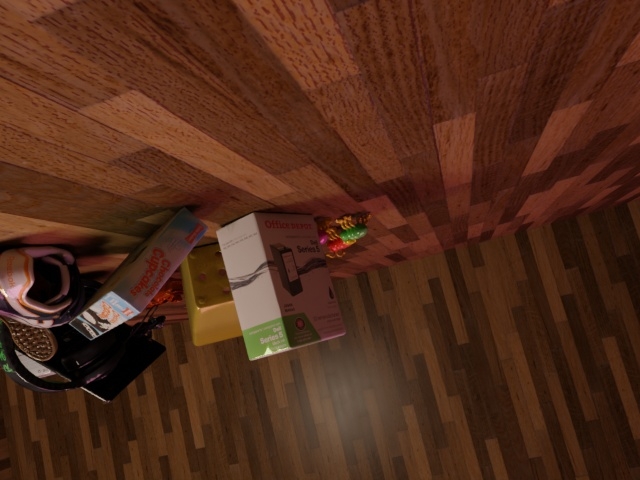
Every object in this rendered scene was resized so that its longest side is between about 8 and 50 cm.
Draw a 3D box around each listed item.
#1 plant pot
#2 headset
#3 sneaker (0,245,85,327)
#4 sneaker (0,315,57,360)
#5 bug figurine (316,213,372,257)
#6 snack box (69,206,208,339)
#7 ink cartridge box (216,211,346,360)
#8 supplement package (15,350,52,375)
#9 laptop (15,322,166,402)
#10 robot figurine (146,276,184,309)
[{"bbox_3d":[-0.224,0.107,1.296,0.212,0.212,0.187,-12,159,-10],"label":"plant pot"},{"bbox_3d":[-0.542,0.212,1.265,0.185,0.243,0.394,-21,168,38],"label":"headset"},{"bbox_3d":[-0.482,0.087,0.979,0.128,0.126,0.321,-10,170,3],"label":"sneaker"},{"bbox_3d":[-0.582,0.146,1.073,0.064,0.192,0.086,-41,-169,1],"label":"sneaker"},{"bbox_3d":[0.000,0.000,1.346,0.279,0.072,0.216,-7,169,-34],"label":"bug figurine"},{"bbox_3d":[-0.331,0.068,0.973,0.322,0.060,0.187,-26,-153,52],"label":"snack box"},{"bbox_3d":[-0.078,0.086,1.121,0.115,0.272,0.198,-23,168,33],"label":"ink cartridge box"},{"bbox_3d":[-0.877,0.332,1.701,0.105,0.179,0.105,-14,168,-2],"label":"supplement package"},{"bbox_3d":[-0.697,0.333,1.451,0.236,0.408,0.382,-60,180,9],"label":"laptop"},{"bbox_3d":[-0.530,0.162,1.492,0.291,0.084,0.211,-18,168,26],"label":"robot figurine"}]
